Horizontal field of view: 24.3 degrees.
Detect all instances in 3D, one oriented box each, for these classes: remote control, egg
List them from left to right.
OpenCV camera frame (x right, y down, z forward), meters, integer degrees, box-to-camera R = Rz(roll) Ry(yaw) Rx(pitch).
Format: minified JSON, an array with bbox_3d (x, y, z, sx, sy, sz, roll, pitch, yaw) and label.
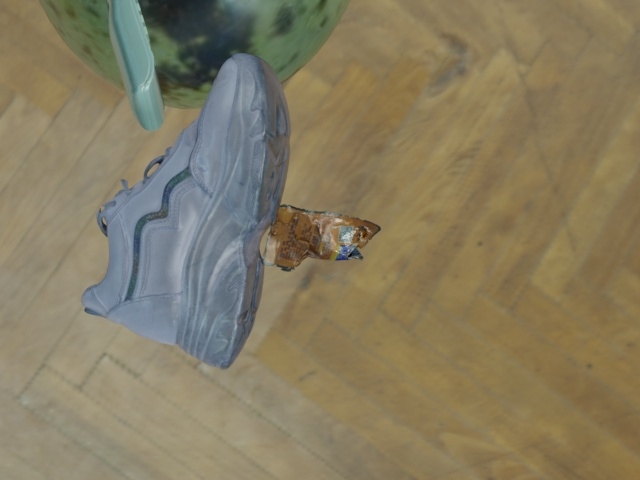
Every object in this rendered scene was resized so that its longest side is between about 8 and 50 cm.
[{"bbox_3d":[-0.146,-0.161,1.116,0.029,0.061,0.162,-16,61,-8],"label":"remote control"},{"bbox_3d":[-0.130,-0.344,1.489,0.345,0.345,0.428,-4,78,-21],"label":"egg"}]

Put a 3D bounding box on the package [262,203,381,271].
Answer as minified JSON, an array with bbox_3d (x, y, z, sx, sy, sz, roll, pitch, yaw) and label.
[{"bbox_3d":[0.000,0.001,1.463,0.111,0.077,0.033,4,57,-23],"label":"package"}]

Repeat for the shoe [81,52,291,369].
[{"bbox_3d":[-0.104,-0.030,1.164,0.137,0.095,0.245,12,97,6],"label":"shoe"}]
